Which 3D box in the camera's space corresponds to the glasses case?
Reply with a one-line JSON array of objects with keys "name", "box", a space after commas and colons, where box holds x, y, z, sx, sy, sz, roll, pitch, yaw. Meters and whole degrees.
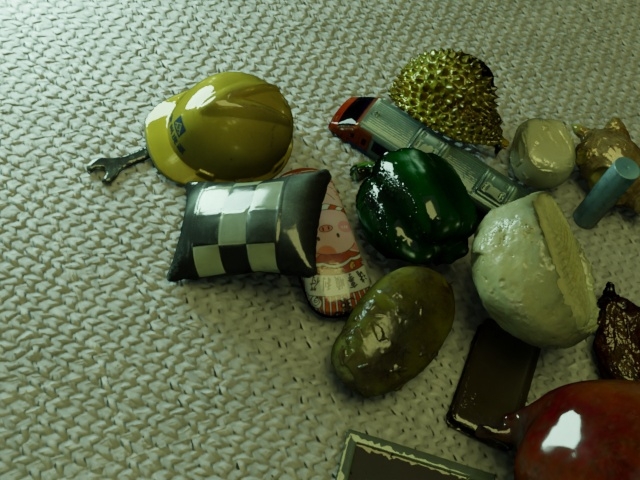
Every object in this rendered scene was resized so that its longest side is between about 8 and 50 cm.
[{"name": "glasses case", "box": [0.000, 0.000, 1.483, 0.103, 0.067, 0.266, -13, 62, -14]}]

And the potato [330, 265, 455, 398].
[{"name": "potato", "box": [0.117, 0.131, 1.398, 0.251, 0.113, 0.149, -38, 101, -26]}]

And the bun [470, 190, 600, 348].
[{"name": "bun", "box": [0.320, 0.055, 1.432, 0.152, 0.259, 0.259, -19, 55, 26]}]

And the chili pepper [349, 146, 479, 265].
[{"name": "chili pepper", "box": [0.139, -0.071, 1.506, 0.174, 0.165, 0.261, -10, 47, -26]}]

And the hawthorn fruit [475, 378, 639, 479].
[{"name": "hawthorn fruit", "box": [0.415, 0.333, 1.272, 0.308, 0.325, 0.308, -4, 99, -31]}]

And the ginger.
[{"name": "ginger", "box": [0.536, -0.139, 1.684, 0.216, 0.102, 0.157, 46, 53, 7]}]

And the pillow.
[{"name": "pillow", "box": [-0.110, -0.021, 1.422, 0.250, 0.106, 0.186, -3, 58, 20]}]

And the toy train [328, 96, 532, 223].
[{"name": "toy train", "box": [0.202, -0.129, 1.606, 0.409, 0.089, 0.086, 34, 62, 7]}]

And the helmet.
[{"name": "helmet", "box": [-0.147, -0.199, 1.517, 0.257, 0.140, 0.205, -10, 70, -25]}]

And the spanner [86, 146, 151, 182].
[{"name": "spanner", "box": [-0.266, -0.154, 1.543, 0.254, 0.015, 0.054, -26, 70, -26]}]

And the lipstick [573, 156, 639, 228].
[{"name": "lipstick", "box": [0.491, -0.080, 1.604, 0.048, 0.158, 0.048, 7, 57, -10]}]

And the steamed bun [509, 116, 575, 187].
[{"name": "steamed bun", "box": [0.397, -0.149, 1.663, 0.112, 0.091, 0.130, 4, 61, -8]}]

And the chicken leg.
[{"name": "chicken leg", "box": [0.492, 0.175, 1.508, 0.105, 0.063, 0.234, 8, 59, -4]}]

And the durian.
[{"name": "durian", "box": [0.250, -0.252, 1.633, 0.237, 0.138, 0.193, 27, 17, -16]}]

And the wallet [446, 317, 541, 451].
[{"name": "wallet", "box": [0.271, 0.219, 1.441, 0.110, 0.031, 0.198, 25, 56, 3]}]

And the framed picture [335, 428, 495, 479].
[{"name": "framed picture", "box": [0.112, 0.429, 1.279, 0.232, 0.019, 0.296, 19, 57, -2]}]
